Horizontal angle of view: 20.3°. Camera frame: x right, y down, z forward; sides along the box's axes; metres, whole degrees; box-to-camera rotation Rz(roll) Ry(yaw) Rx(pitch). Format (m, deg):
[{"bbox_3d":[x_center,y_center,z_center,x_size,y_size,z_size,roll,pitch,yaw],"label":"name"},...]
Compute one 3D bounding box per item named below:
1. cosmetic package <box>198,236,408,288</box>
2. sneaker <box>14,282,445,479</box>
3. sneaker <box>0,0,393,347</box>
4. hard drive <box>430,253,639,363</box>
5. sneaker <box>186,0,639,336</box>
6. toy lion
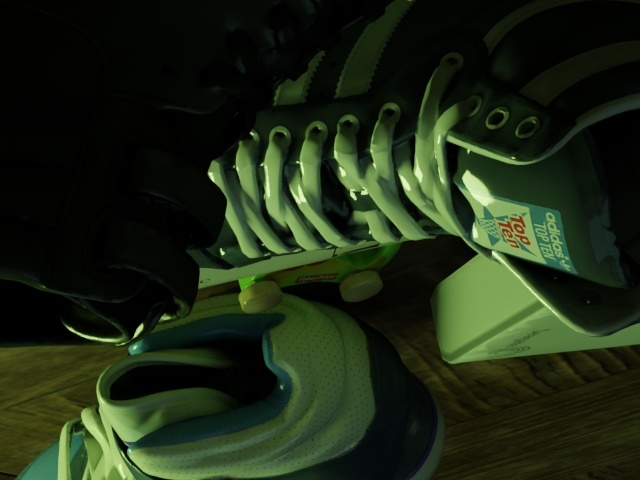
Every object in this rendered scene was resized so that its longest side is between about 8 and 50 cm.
[{"bbox_3d":[-0.002,-0.029,0.782,0.239,0.060,0.099,-13,162,-6],"label":"cosmetic package"},{"bbox_3d":[-0.103,0.113,1.067,0.323,0.130,0.236,-16,153,21],"label":"sneaker"},{"bbox_3d":[-0.028,-0.051,0.554,0.296,0.146,0.104,-17,161,4],"label":"sneaker"},{"bbox_3d":[0.258,0.006,0.901,0.353,0.047,0.233,-4,167,-15],"label":"hard drive"},{"bbox_3d":[0.018,-0.024,0.626,0.282,0.153,0.099,-21,130,8],"label":"sneaker"},{"bbox_3d":[0.000,0.000,0.930,0.100,0.034,0.096,-4,152,-30],"label":"toy lion"}]
